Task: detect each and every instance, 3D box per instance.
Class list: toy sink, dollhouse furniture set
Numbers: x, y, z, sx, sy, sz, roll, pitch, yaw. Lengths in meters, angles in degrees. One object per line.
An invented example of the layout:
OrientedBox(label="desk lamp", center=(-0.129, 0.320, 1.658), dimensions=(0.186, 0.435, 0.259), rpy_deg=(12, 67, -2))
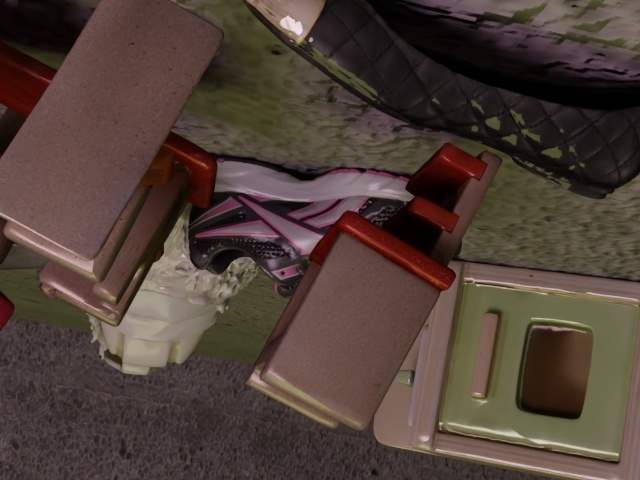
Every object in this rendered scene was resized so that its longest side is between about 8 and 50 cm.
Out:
OrientedBox(label="toy sink", center=(0.148, 0.104, 0.814), dimensions=(0.234, 0.153, 0.131), rpy_deg=(8, 168, 22))
OrientedBox(label="dollhouse furniture set", center=(-0.068, -0.033, 0.457), dimensions=(0.259, 0.135, 0.262), rpy_deg=(28, 167, -3))

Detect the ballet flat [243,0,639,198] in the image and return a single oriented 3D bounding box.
OrientedBox(label="ballet flat", center=(0.052, -0.064, 0.377), dimensions=(0.173, 0.049, 0.057), rpy_deg=(19, -158, -22))

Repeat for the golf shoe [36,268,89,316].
OrientedBox(label="golf shoe", center=(-0.243, 0.061, 1.187), dimensions=(0.086, 0.067, 0.186), rpy_deg=(4, 167, 26))

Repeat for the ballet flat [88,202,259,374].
OrientedBox(label="ballet flat", center=(-0.136, 0.047, 0.856), dimensions=(0.147, 0.147, 0.409), rpy_deg=(13, 168, -11))

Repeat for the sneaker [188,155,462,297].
OrientedBox(label="sneaker", center=(0.000, 0.000, 0.625), dimensions=(0.178, 0.077, 0.072), rpy_deg=(6, 169, 20))

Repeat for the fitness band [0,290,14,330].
OrientedBox(label="fitness band", center=(-0.271, -0.035, 0.495), dimensions=(0.209, 0.054, 0.291), rpy_deg=(30, 166, 39))

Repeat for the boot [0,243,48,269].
OrientedBox(label="boot", center=(-0.301, -0.021, 0.745), dimensions=(0.208, 0.076, 0.189), rpy_deg=(-1, 157, -3))
